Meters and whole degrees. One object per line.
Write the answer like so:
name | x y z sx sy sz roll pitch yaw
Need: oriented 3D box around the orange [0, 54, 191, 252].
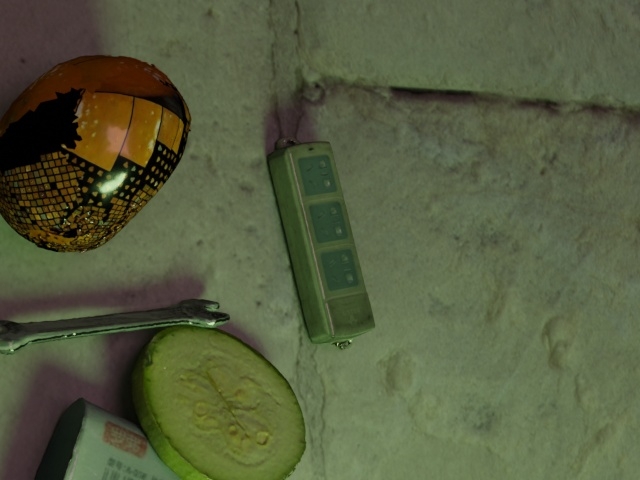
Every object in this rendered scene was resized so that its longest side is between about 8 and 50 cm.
orange | -0.244 -0.098 1.696 0.234 0.234 0.182 -42 104 -36

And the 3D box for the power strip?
power strip | 0.000 0.000 1.959 0.078 0.052 0.272 -9 84 -37

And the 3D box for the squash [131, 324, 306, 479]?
squash | -0.113 0.188 1.786 0.219 0.041 0.219 30 38 -26

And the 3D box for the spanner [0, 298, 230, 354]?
spanner | -0.233 0.090 1.762 0.302 0.071 0.017 -5 114 -35

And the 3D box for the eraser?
eraser | -0.196 0.293 1.724 0.227 0.081 0.174 31 63 -27
